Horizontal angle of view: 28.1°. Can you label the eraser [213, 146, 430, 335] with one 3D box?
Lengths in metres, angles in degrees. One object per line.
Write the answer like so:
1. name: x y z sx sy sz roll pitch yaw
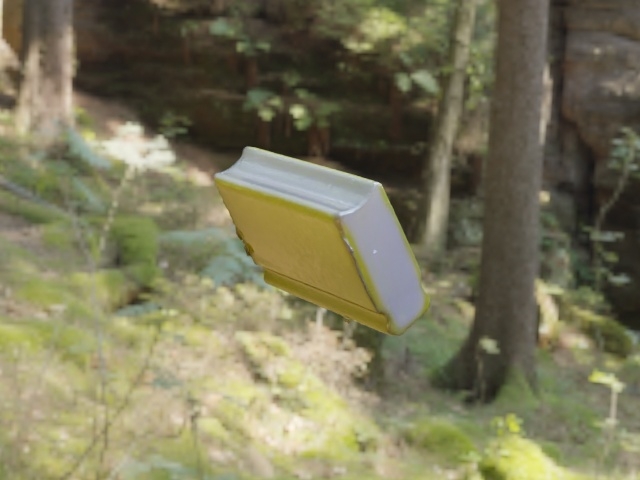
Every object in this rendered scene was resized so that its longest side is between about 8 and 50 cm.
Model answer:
1. eraser: 0.000 0.000 1.288 0.069 0.158 0.226 -39 33 -24
